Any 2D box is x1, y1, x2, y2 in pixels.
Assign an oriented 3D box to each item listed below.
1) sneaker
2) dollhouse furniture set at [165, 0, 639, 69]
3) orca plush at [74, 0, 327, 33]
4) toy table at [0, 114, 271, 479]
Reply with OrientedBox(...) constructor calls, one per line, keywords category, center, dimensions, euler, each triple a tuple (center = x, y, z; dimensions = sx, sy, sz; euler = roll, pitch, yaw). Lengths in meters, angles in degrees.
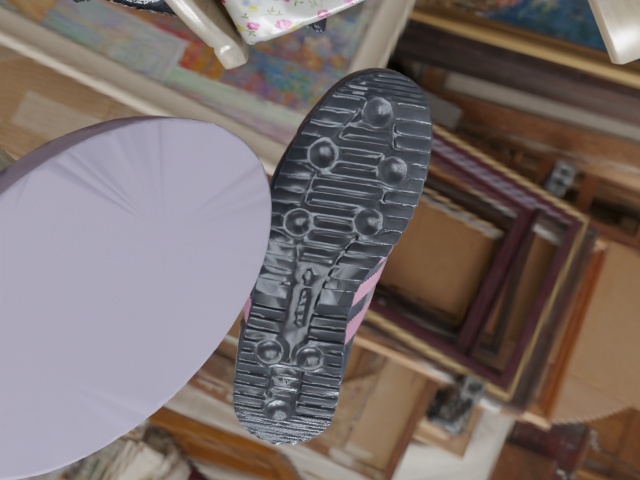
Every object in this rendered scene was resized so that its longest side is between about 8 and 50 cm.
OrientedBox(category="sneaker", center=(0.000, 0.000, 0.870), dimensions=(0.131, 0.112, 0.319), euler=(-85, -165, -66))
OrientedBox(category="dollhouse furniture set", center=(-0.050, -0.119, 0.368), dimensions=(0.355, 0.303, 0.174), euler=(53, 27, -37))
OrientedBox(category="orca plush", center=(-0.127, -0.193, 0.635), dimensions=(0.287, 0.102, 0.151), euler=(0, 82, -47))
OrientedBox(category="toy table", center=(-0.178, 0.016, 0.680), dimensions=(0.274, 0.160, 0.252), euler=(-27, 116, -40))
